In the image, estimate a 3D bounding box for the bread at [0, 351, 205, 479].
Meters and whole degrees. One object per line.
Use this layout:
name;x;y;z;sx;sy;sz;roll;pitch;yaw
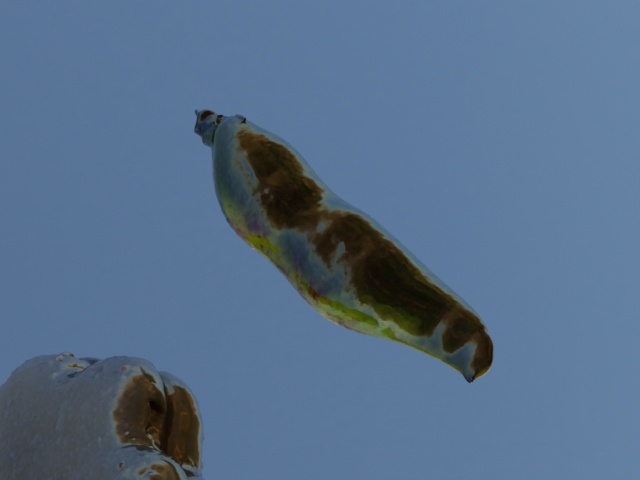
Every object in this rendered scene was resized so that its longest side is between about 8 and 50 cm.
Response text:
bread;-0.148;0.193;1.367;0.102;0.183;0.337;28;-151;-36

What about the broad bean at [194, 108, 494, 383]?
broad bean;0.000;0.000;1.394;0.077;0.339;0.061;-40;-30;-13
